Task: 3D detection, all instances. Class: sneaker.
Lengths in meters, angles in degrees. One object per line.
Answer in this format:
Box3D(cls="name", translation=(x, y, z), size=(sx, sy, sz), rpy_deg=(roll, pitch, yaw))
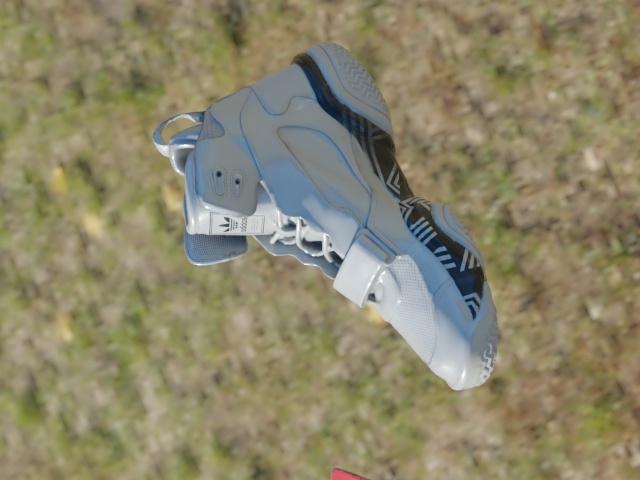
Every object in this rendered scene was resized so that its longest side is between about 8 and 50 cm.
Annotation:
Box3D(cls="sneaker", translation=(0.000, 0.000, 1.742), size=(0.365, 0.210, 0.137), rpy_deg=(61, 160, 22))

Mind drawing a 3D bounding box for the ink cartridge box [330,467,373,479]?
Box3D(cls="ink cartridge box", translation=(0.090, 0.287, 1.562), size=(0.231, 0.078, 0.134), rpy_deg=(19, 127, 24))
